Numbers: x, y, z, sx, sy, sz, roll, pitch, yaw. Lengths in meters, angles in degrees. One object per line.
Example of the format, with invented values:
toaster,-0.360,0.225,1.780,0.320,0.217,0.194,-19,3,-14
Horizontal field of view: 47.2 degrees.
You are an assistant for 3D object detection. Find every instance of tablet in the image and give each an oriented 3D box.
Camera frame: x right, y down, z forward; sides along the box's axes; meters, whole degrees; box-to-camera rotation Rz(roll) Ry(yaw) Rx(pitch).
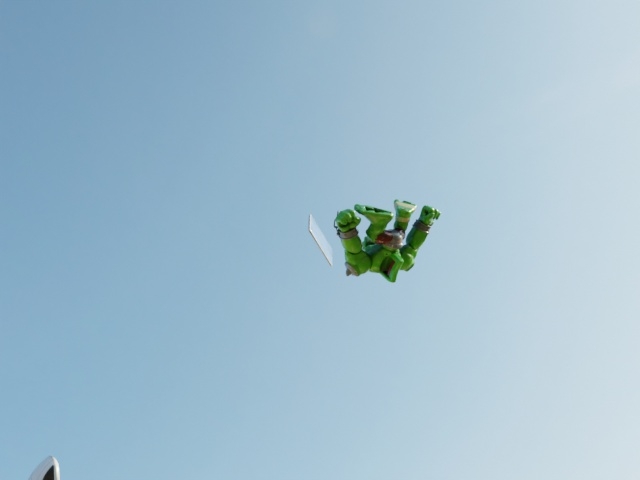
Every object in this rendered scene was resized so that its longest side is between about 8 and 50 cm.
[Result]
tablet,0.000,0.000,1.246,0.006,0.054,0.083,-23,-60,15

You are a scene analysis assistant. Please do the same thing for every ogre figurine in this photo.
ogre figurine,0.104,0.000,1.202,0.197,0.097,0.118,-16,-58,-51

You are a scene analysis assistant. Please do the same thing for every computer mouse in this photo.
computer mouse,-0.412,0.414,1.068,0.042,0.193,0.106,7,-25,-34
